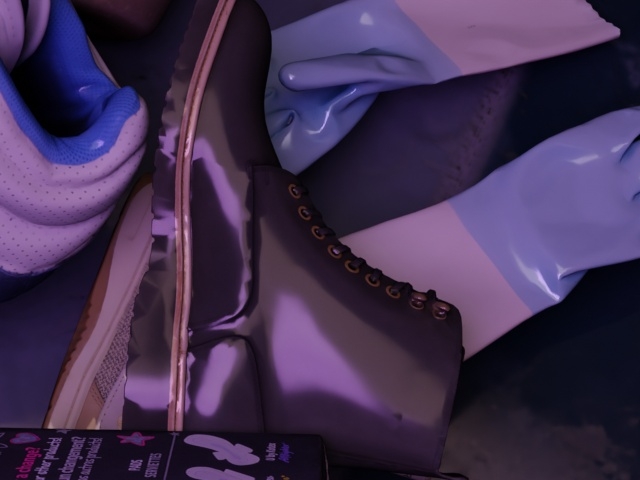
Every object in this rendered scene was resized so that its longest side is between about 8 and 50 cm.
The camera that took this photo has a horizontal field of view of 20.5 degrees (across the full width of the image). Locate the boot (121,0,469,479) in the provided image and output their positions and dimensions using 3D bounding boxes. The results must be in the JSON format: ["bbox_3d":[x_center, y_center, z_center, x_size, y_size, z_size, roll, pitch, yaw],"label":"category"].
[{"bbox_3d":[0.000,0.000,0.717,0.137,0.077,0.198,6,85,2],"label":"boot"}]

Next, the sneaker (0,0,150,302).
[{"bbox_3d":[-0.216,-0.098,0.691,0.323,0.236,0.130,42,38,-21],"label":"sneaker"}]

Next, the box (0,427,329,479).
[{"bbox_3d":[-0.070,0.206,0.627,0.142,0.163,0.247,2,102,-2],"label":"box"}]

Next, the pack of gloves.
[{"bbox_3d":[0.064,-0.053,0.798,0.232,0.046,0.195,-25,63,-24],"label":"pack of gloves"}]

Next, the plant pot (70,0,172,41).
[{"bbox_3d":[-0.118,-0.218,0.802,0.263,0.263,0.229,13,87,2],"label":"plant pot"}]

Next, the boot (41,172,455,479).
[{"bbox_3d":[-0.032,0.086,0.768,0.165,0.077,0.213,16,67,1],"label":"boot"}]
